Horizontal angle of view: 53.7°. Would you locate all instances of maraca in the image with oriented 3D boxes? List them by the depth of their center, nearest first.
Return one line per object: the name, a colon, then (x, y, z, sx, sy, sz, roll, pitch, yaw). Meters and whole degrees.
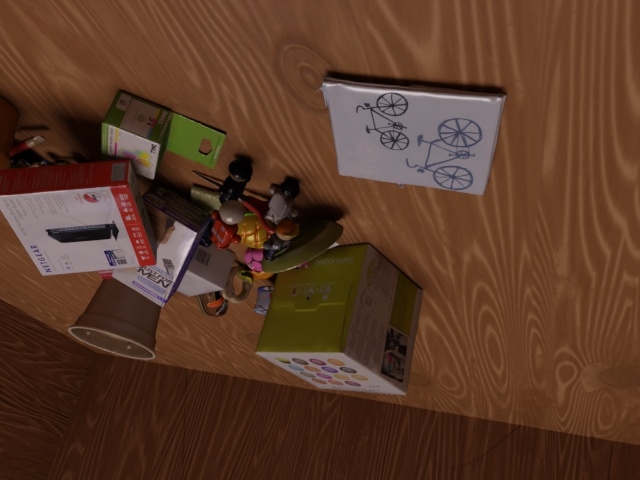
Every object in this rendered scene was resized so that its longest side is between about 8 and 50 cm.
maraca: (-0.160, -0.025, 1.758, 0.185, 0.099, 0.127, 23, 135, -28)

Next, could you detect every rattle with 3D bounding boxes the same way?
rattle: (-0.262, 0.169, 2.098, 0.142, 0.199, 0.130, 14, 120, 22)

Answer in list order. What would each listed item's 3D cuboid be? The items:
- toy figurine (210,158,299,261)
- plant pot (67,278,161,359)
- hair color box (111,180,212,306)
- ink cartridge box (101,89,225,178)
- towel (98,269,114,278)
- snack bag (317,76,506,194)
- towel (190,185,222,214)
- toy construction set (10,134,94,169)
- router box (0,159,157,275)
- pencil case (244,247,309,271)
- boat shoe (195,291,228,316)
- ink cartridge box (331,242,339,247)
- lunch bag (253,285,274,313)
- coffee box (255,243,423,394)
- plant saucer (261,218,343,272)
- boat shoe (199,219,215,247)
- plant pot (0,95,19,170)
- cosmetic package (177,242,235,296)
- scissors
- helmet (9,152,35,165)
toy figurine: (-0.152, -0.074, 1.531, 0.209, 0.213, 0.148, 17, 139, -13)
plant pot: (-0.742, 0.253, 2.416, 0.333, 0.306, 0.334, 12, 155, 6)
hair color box: (-0.460, 0.018, 1.813, 0.185, 0.110, 0.339, 31, 127, -2)
ink cartridge box: (-0.369, -0.218, 1.476, 0.255, 0.097, 0.189, 21, 154, -11)
towel: (-0.722, 0.002, 2.063, 0.198, 0.031, 0.275, -8, 117, 39)
snack bag: (0.180, -0.204, 1.274, 0.342, 0.037, 0.323, 8, 154, 13)
towel: (-0.310, -0.103, 1.765, 0.109, 0.027, 0.148, 16, 156, 1)
toy construction set: (-0.664, -0.153, 1.691, 0.237, 0.258, 0.309, -18, 130, 23)
router box: (-0.586, -0.047, 1.563, 0.300, 0.082, 0.336, -6, 145, -5)
pencil case: (-0.130, 0.049, 1.903, 0.209, 0.095, 0.098, -6, 137, 43)
boat shoe: (-0.394, 0.212, 2.368, 0.104, 0.111, 0.307, 8, 154, 16)
ink cartridge box: (0.000, 0.000, 1.805, 0.062, 0.029, 0.115, 30, 150, -28)
lunch bag: (-0.079, 0.231, 2.201, 0.243, 0.115, 0.303, -4, 158, 37)
coffee box: (0.065, 0.242, 1.906, 0.337, 0.338, 0.334, -8, 146, 39)
plant saucer: (-0.055, 0.005, 1.652, 0.240, 0.241, 0.037, -11, 114, 43)
boat shoe: (-0.438, -0.041, 1.891, 0.258, 0.089, 0.109, 9, 154, 13)
plant pot: (-0.840, -0.259, 1.544, 0.205, 0.188, 0.205, 12, 156, 6)
cosmetic package: (-0.445, 0.072, 2.077, 0.224, 0.138, 0.224, 32, 151, -32)
scissors: (-0.197, -0.113, 1.668, 0.297, 0.109, 0.021, 35, 131, 7)
helmet: (-0.877, -0.184, 1.749, 0.169, 0.170, 0.161, 3, 170, 24)
